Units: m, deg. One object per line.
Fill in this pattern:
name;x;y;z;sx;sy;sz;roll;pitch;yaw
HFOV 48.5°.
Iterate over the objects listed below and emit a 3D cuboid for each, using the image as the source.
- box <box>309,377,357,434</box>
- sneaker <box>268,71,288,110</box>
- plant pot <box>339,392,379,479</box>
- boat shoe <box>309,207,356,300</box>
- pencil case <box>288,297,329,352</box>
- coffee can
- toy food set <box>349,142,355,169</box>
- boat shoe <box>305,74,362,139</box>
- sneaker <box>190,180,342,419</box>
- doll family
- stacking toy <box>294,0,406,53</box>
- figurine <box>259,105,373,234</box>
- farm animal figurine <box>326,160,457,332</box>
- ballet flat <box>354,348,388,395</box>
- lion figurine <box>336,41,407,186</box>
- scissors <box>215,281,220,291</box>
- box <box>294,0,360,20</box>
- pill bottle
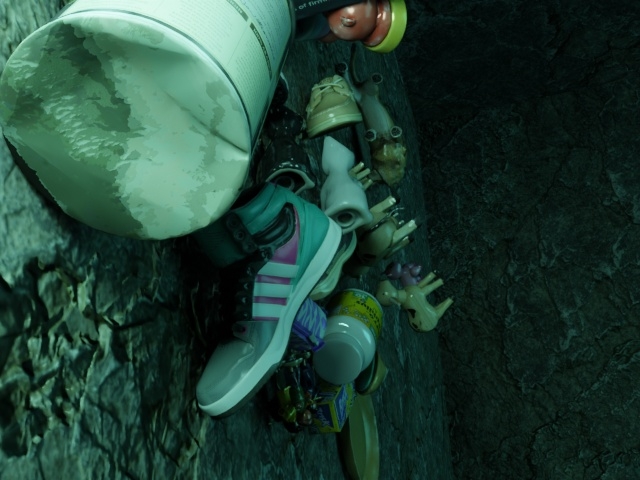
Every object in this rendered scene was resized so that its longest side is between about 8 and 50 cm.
box;0.021;0.283;1.260;0.169;0.054;0.059;-35;114;-73
sneaker;-0.111;-0.297;1.098;0.234;0.084;0.097;56;26;-57
plant pot;0.076;0.389;1.440;0.236;0.032;0.236;-9;90;-75
boat shoe;0.000;0.000;1.288;0.285;0.103;0.092;-66;148;-56
pencil case;-0.053;0.106;1.031;0.088;0.086;0.206;57;5;27
coffee can;-0.139;-0.161;0.661;0.275;0.202;0.201;-81;156;-52
toy food set;0.078;-0.191;1.880;0.078;0.019;0.122;-81;164;-51
boat shoe;0.018;-0.297;1.550;0.341;0.122;0.110;-85;157;-75
sneaker;-0.102;0.042;0.836;0.178;0.124;0.295;43;57;-24
doll family;-0.037;0.228;1.043;0.193;0.076;0.111;6;69;-78
stacking toy;0.028;-0.515;1.379;0.130;0.309;0.279;-5;108;-35
figurine;-0.009;-0.133;1.243;0.215;0.092;0.209;30;37;-31
farm animal figurine;0.124;0.037;1.511;0.330;0.172;0.326;47;-15;30
ballet flat;0.101;0.246;1.427;0.073;0.080;0.232;34;14;-17
lion figurine;0.155;-0.353;2.055;0.240;0.142;0.392;41;37;-79
scissors;-0.094;0.035;1.056;0.297;0.021;0.109;-74;150;-61
box;0.029;-0.619;1.069;0.472;0.480;0.297;40;41;-69
pill bottle;0.048;0.176;1.308;0.208;0.118;0.117;-56;134;-69
